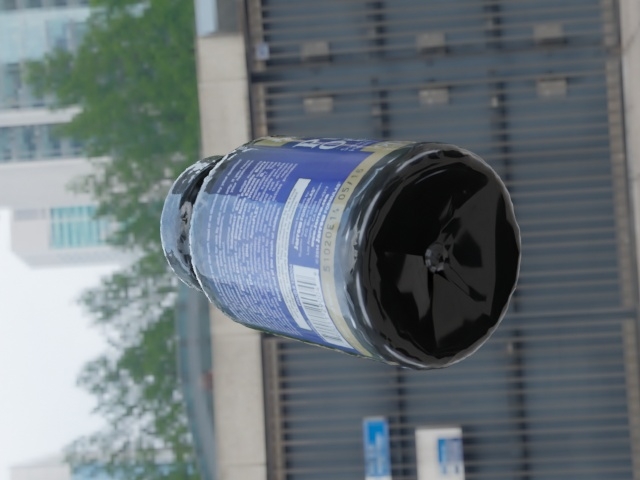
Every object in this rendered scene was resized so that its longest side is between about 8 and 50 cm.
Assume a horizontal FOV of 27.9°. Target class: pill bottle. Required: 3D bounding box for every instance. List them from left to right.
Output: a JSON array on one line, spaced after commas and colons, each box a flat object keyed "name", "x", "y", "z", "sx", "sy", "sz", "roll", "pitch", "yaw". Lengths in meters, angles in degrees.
[{"name": "pill bottle", "x": 0.000, "y": 0.000, "z": 0.755, "sx": 0.219, "sy": 0.123, "sz": 0.122, "roll": 9, "pitch": 107, "yaw": 52}]
